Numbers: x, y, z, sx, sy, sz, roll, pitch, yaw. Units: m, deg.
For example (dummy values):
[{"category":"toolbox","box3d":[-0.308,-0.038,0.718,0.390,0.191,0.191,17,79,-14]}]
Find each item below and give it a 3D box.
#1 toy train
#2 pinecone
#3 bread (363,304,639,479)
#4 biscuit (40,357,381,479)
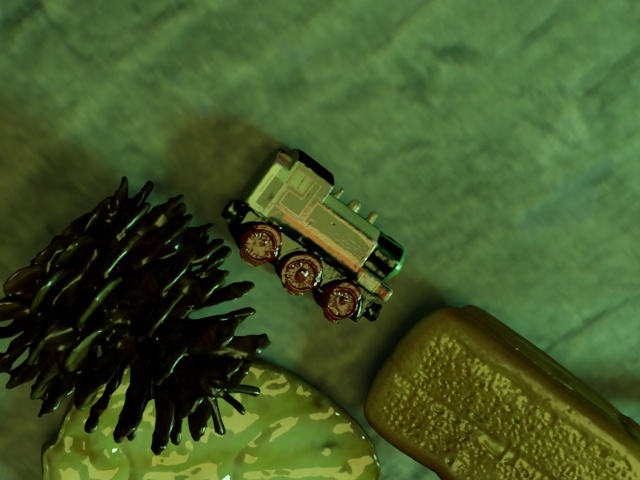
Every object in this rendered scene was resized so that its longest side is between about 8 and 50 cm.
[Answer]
[{"category":"toy train","box3d":[0.000,0.000,0.574,0.138,0.050,0.087,36,95,-15]},{"category":"pinecone","box3d":[-0.111,0.057,0.509,0.165,0.163,0.163,41,97,-2]},{"category":"bread","box3d":[0.138,0.137,0.594,0.200,0.077,0.116,36,110,10]},{"category":"biscuit","box3d":[-0.081,0.177,0.619,0.260,0.041,0.203,2,100,-9]}]
